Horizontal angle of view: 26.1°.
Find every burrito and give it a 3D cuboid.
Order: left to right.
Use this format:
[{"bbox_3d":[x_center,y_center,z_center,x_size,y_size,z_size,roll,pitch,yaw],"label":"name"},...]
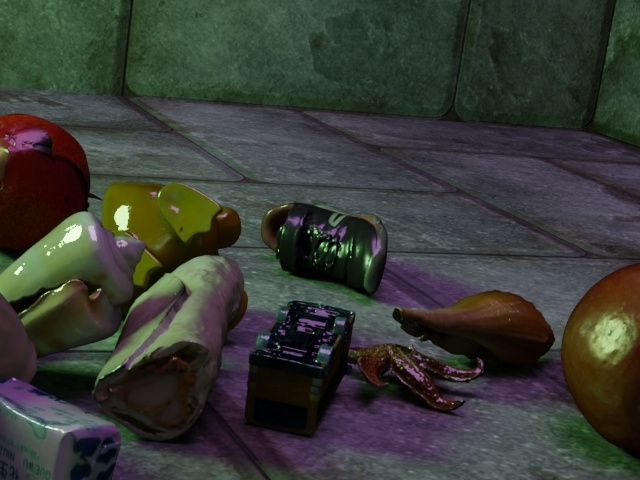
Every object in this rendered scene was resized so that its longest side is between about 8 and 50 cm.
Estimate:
[{"bbox_3d":[-0.160,0.113,1.532,0.105,0.143,0.299,51,13,-11],"label":"burrito"}]

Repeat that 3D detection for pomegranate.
[{"bbox_3d":[-0.436,-0.079,2.037,0.210,0.210,0.235,17,-10,34],"label":"pomegranate"}]

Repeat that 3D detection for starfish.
[{"bbox_3d":[0.085,0.149,1.683,0.238,0.057,0.213,17,9,31],"label":"starfish"}]

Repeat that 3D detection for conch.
[{"bbox_3d":[-0.295,0.077,1.530,0.127,0.255,0.158,44,18,-39],"label":"conch"},{"bbox_3d":[0.203,0.102,1.774,0.330,0.093,0.109,20,-14,-42],"label":"conch"}]

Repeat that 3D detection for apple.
[{"bbox_3d":[0.386,0.133,1.579,0.218,0.218,0.201,5,22,-11],"label":"apple"}]

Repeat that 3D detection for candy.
[{"bbox_3d":[-0.255,0.187,1.239,0.160,0.092,0.073,17,10,39],"label":"candy"}]

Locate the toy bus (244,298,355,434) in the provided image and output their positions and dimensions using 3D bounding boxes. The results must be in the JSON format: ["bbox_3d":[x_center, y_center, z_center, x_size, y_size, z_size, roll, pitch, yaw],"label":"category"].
[{"bbox_3d":[-0.020,0.139,1.553,0.091,0.103,0.182,11,19,10],"label":"toy bus"}]

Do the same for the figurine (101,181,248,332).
[{"bbox_3d":[-0.192,0.019,1.752,0.215,0.215,0.228,18,-27,35],"label":"figurine"}]

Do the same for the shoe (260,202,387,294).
[{"bbox_3d":[0.000,0.000,2.119,0.137,0.114,0.291,6,10,-31],"label":"shoe"}]

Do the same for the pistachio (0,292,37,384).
[{"bbox_3d":[-0.420,0.099,1.290,0.331,0.208,0.226,1,58,-40],"label":"pistachio"}]
